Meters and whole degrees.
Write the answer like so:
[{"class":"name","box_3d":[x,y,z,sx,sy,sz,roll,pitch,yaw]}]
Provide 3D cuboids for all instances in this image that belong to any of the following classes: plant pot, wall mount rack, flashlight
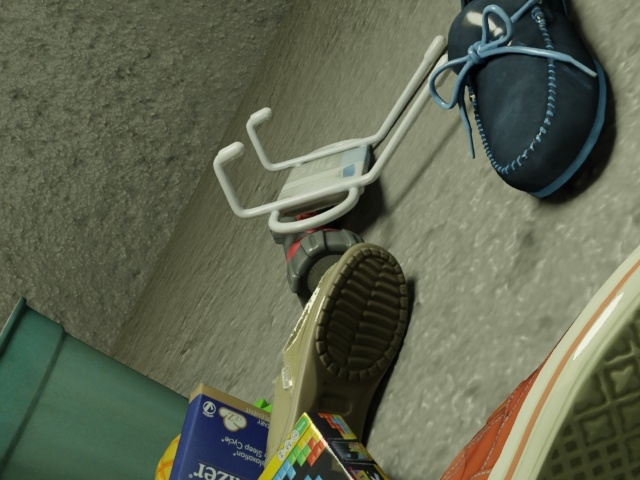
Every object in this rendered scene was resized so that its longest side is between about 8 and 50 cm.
[{"class":"plant pot","box_3d":[-0.410,0.315,1.145,0.341,0.334,0.341,-52,20,27]},{"class":"wall mount rack","box_3d":[0.034,-0.140,0.905,0.304,0.130,0.350,-17,20,13]},{"class":"flashlight","box_3d":[0.000,0.000,0.900,0.103,0.103,0.304,-62,13,14]}]

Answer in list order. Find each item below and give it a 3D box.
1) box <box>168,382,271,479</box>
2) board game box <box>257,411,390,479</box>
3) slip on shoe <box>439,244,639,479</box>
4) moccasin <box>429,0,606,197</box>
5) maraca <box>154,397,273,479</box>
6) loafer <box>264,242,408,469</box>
[{"class":"box","box_3d":[-0.083,0.259,0.666,0.036,0.136,0.225,-45,25,40]},{"class":"board game box","box_3d":[-0.007,0.243,0.541,0.170,0.048,0.141,-58,44,13]},{"class":"slip on shoe","box_3d":[0.129,0.109,0.362,0.331,0.123,0.101,-62,14,15]},{"class":"moccasin","box_3d":[0.163,-0.171,0.659,0.138,0.117,0.342,-49,22,34]},{"class":"maraca","box_3d":[-0.123,0.259,0.850,0.185,0.099,0.127,-42,18,-25]},{"class":"loafer","box_3d":[0.003,0.126,0.684,0.092,0.102,0.268,-12,52,59]}]
